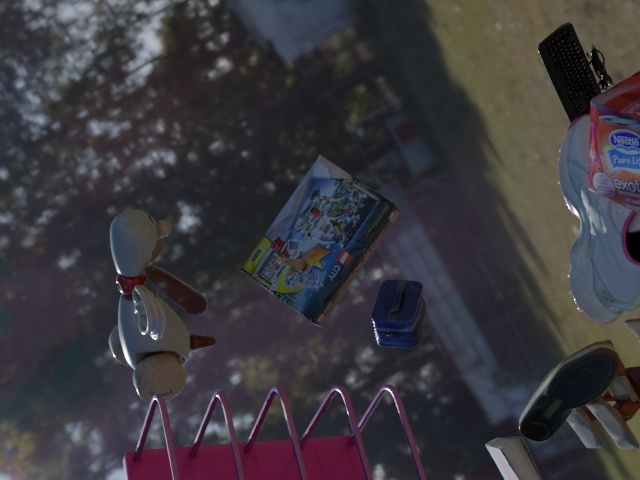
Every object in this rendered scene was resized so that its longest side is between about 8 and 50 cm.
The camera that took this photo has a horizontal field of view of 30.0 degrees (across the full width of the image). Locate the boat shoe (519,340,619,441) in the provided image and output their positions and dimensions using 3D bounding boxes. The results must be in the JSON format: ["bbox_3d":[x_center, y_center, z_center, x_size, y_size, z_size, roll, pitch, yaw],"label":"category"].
[{"bbox_3d":[0.329,0.188,1.600,0.068,0.190,0.072,33,-144,-9],"label":"boat shoe"}]

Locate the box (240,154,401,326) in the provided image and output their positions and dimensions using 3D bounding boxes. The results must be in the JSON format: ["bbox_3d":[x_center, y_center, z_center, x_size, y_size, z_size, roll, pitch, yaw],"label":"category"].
[{"bbox_3d":[0.000,0.000,1.945,0.159,0.233,0.044,35,-179,20],"label":"box"}]

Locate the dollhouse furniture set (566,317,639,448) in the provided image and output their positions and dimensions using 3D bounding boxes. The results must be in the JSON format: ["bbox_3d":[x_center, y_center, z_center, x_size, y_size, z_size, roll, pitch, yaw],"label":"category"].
[{"bbox_3d":[0.530,0.210,1.797,0.135,0.262,0.259,53,152,-11],"label":"dollhouse furniture set"}]

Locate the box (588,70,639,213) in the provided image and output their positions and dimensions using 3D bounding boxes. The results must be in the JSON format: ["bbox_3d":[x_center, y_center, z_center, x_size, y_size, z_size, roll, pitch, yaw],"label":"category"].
[{"bbox_3d":[0.425,-0.134,1.314,0.128,0.257,0.122,33,142,41],"label":"box"}]

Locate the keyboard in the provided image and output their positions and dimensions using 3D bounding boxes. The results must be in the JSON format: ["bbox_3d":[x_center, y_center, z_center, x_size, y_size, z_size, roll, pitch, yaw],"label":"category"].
[{"bbox_3d":[0.417,-0.260,1.887,0.038,0.100,0.192,33,162,52],"label":"keyboard"}]

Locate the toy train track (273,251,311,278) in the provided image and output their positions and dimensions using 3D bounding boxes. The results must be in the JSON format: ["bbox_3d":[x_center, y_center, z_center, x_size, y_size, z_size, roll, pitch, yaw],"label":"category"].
[{"bbox_3d":[-0.036,0.034,1.624,0.014,0.048,0.083,47,-167,30],"label":"toy train track"}]

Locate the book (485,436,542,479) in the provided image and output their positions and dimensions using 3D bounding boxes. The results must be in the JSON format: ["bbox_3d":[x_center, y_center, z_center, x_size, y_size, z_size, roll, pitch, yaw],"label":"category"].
[{"bbox_3d":[0.271,0.320,1.648,0.096,0.035,0.144,62,174,6],"label":"book"}]

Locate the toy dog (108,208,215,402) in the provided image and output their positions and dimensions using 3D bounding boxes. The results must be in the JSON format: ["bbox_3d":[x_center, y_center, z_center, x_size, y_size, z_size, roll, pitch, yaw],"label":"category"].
[{"bbox_3d":[-0.241,0.101,1.888,0.220,0.161,0.333,61,153,28],"label":"toy dog"}]

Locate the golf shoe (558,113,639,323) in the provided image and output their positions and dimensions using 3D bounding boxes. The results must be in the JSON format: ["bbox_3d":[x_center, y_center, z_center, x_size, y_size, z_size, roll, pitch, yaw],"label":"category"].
[{"bbox_3d":[0.409,-0.044,1.634,0.115,0.140,0.306,12,-115,-33],"label":"golf shoe"}]

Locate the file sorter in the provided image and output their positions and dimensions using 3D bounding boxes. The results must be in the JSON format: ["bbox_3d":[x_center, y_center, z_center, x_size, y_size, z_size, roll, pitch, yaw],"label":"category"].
[{"bbox_3d":[-0.047,0.277,1.315,0.182,0.291,0.202,115,147,-47],"label":"file sorter"}]

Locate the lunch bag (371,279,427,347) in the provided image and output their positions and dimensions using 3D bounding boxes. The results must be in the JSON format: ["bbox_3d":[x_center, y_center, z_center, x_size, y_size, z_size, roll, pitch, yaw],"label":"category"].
[{"bbox_3d":[0.110,0.103,1.697,0.098,0.067,0.065,-71,-26,-46],"label":"lunch bag"}]
